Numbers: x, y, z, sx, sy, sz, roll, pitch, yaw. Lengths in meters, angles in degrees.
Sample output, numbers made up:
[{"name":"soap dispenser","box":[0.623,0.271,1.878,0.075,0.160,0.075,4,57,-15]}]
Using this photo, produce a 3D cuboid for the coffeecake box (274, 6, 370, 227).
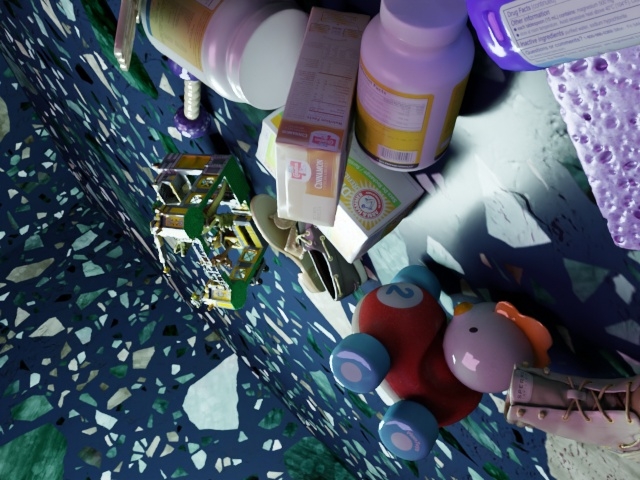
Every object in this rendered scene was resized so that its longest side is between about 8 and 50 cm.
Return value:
[{"name":"coffeecake box","box":[0.003,-0.132,0.744,0.068,0.186,0.142,11,152,4]}]

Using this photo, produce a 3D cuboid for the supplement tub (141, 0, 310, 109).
[{"name":"supplement tub","box":[-0.110,-0.258,0.835,0.199,0.144,0.144,39,156,31]}]

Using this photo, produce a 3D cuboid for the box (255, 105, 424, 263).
[{"name":"box","box":[0.021,-0.088,0.901,0.203,0.103,0.114,49,160,7]}]

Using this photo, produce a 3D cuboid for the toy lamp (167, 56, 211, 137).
[{"name":"toy lamp","box":[-0.217,-0.264,1.156,0.080,0.080,0.275,48,160,9]}]

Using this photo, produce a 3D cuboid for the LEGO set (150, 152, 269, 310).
[{"name":"LEGO set","box":[-0.253,-0.022,1.382,0.192,0.255,0.331,5,149,27]}]

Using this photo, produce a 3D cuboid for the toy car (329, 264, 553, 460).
[{"name":"toy car","box":[0.178,0.126,0.872,0.238,0.219,0.210,-30,98,41]}]

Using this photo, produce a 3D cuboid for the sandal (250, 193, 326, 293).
[{"name":"sandal","box":[-0.028,0.000,1.237,0.079,0.088,0.240,-11,128,33]}]

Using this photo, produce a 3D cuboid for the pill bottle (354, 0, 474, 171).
[{"name":"pill bottle","box":[0.087,-0.156,0.645,0.103,0.103,0.184,44,158,21]}]

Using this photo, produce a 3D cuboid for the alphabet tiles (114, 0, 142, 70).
[{"name":"alphabet tiles","box":[-0.206,-0.339,0.771,0.021,0.278,0.284,10,-175,-14]}]

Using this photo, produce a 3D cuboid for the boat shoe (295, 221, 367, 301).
[{"name":"boat shoe","box":[0.000,0.000,1.147,0.081,0.068,0.228,11,135,61]}]

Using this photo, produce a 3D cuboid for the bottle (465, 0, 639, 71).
[{"name":"bottle","box":[0.207,-0.162,0.350,0.282,0.118,0.092,2,127,57]}]

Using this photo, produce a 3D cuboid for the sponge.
[{"name":"sponge","box":[0.250,-0.081,0.526,0.210,0.031,0.117,59,158,-19]}]

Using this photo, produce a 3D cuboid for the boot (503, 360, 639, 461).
[{"name":"boot","box":[0.285,0.168,0.718,0.165,0.077,0.213,14,154,10]}]
